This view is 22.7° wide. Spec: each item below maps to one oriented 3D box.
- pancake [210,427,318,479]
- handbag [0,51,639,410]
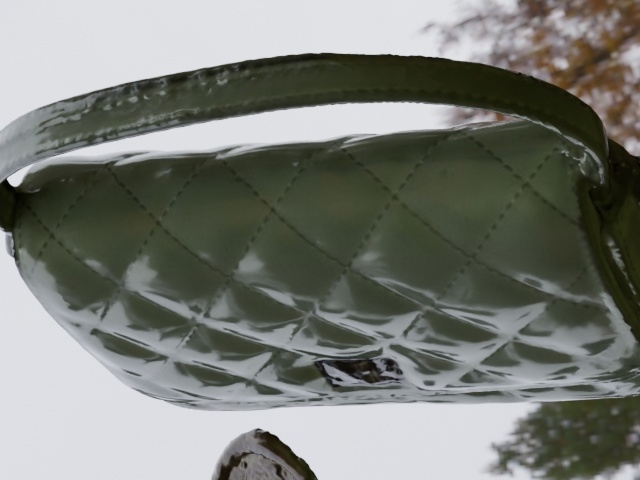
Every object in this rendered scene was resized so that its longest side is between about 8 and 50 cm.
[{"bbox_3d":[-0.029,0.168,0.958,0.011,0.115,0.115,-19,-89,-45],"label":"pancake"},{"bbox_3d":[0.000,0.000,0.584,0.219,0.256,0.079,44,-133,-56],"label":"handbag"}]
